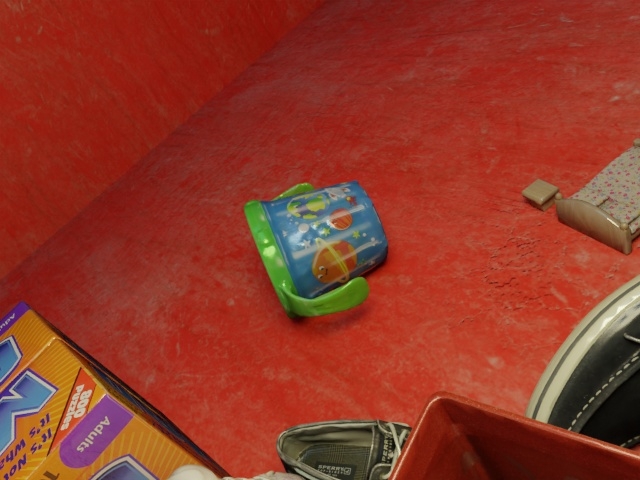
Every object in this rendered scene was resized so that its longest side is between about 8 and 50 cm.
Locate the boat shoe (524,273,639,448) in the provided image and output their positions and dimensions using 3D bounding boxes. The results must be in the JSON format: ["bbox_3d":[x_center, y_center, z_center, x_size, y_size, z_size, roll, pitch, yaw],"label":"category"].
[{"bbox_3d":[0.438,0.101,0.560,0.500,0.187,0.156,-37,34,10],"label":"boat shoe"}]

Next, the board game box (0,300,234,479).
[{"bbox_3d":[-0.373,0.368,0.744,0.356,0.356,0.356,17,58,46],"label":"board game box"}]

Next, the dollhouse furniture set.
[{"bbox_3d":[0.533,-0.141,0.818,0.303,0.174,0.355,-38,37,-8],"label":"dollhouse furniture set"}]

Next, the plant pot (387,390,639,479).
[{"bbox_3d":[0.194,0.336,0.464,0.267,0.236,0.267,8,52,41],"label":"plant pot"}]

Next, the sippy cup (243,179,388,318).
[{"bbox_3d":[0.000,0.000,1.028,0.224,0.240,0.305,-23,75,-4],"label":"sippy cup"}]

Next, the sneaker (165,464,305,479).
[{"bbox_3d":[-0.090,0.318,0.645,0.114,0.305,0.152,26,58,32],"label":"sneaker"}]

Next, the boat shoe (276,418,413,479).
[{"bbox_3d":[0.088,0.293,0.690,0.335,0.119,0.121,-12,41,26],"label":"boat shoe"}]
